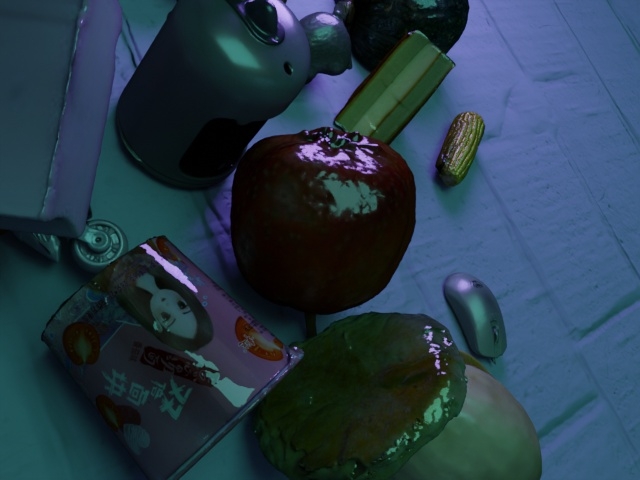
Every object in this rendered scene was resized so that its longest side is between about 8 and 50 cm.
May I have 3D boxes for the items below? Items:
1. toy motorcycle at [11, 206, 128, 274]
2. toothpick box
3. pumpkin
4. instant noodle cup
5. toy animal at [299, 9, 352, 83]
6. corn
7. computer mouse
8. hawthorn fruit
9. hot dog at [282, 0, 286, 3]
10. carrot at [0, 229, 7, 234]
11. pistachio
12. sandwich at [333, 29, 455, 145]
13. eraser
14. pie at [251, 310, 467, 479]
[{"bbox_3d":[-0.359,-0.048,0.952,0.254,0.112,0.112,45,48,1],"label":"toy motorcycle"},{"bbox_3d":[-0.152,-0.243,1.050,0.229,0.316,0.228,17,56,-27],"label":"toothpick box"},{"bbox_3d":[0.177,-0.495,1.504,0.264,0.197,0.292,-5,66,-34],"label":"pumpkin"},{"bbox_3d":[-0.181,0.139,0.883,0.231,0.243,0.243,47,48,3],"label":"instant noodle cup"},{"bbox_3d":[-0.058,-0.330,1.306,0.237,0.138,0.108,-18,46,-26],"label":"toy animal"},{"bbox_3d":[0.284,-0.188,1.492,0.072,0.072,0.203,37,51,-13],"label":"corn"},{"bbox_3d":[0.289,0.135,1.328,0.089,0.056,0.181,-10,73,-34],"label":"computer mouse"},{"bbox_3d":[0.000,0.000,1.079,0.287,0.287,0.330,-11,117,-39],"label":"hawthorn fruit"},{"bbox_3d":[-0.116,-0.418,1.311,0.072,0.109,0.269,46,51,-17],"label":"hot dog"},{"bbox_3d":[-0.412,-0.139,0.884,0.259,0.100,0.307,11,77,5],"label":"carrot"},{"bbox_3d":[0.174,0.276,1.076,0.309,0.230,0.229,31,52,-18],"label":"pistachio"},{"bbox_3d":[0.139,-0.273,1.365,0.117,0.187,0.144,38,44,-11],"label":"sandwich"},{"bbox_3d":[-0.418,-0.160,0.781,0.360,0.122,0.272,6,82,4],"label":"eraser"},{"bbox_3d":[0.048,0.203,0.964,0.071,0.307,0.306,58,42,-32],"label":"pie"}]
